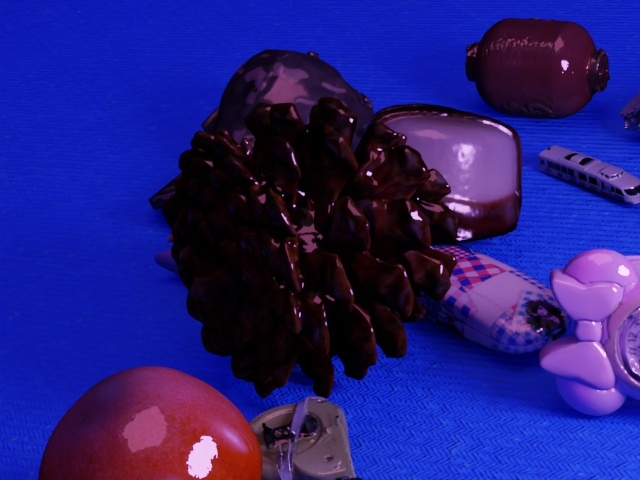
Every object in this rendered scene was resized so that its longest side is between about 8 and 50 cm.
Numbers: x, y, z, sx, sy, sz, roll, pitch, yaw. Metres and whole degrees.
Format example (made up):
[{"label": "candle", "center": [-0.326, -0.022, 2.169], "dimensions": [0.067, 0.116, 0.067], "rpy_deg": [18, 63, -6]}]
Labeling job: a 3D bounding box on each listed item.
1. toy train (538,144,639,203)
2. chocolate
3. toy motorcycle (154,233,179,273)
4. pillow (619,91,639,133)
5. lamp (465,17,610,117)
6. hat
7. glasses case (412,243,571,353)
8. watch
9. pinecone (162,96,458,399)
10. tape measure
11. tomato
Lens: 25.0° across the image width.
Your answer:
[{"label": "toy train", "center": [0.431, -0.103, 2.277], "dimensions": [0.043, 0.047, 0.207], "rpy_deg": [-27, 34, -27]}, {"label": "chocolate", "center": [0.160, -0.110, 2.148], "dimensions": [0.284, 0.186, 0.283], "rpy_deg": [-2, 11, 0]}, {"label": "toy motorcycle", "center": [-0.148, 0.038, 2.155], "dimensions": [0.225, 0.073, 0.152], "rpy_deg": [12, 38, 30]}, {"label": "pillow", "center": [0.669, -0.242, 2.291], "dimensions": [0.310, 0.138, 0.283], "rpy_deg": [-12, -4, -12]}, {"label": "lamp", "center": [0.373, -0.297, 2.514], "dimensions": [0.258, 0.180, 0.180], "rpy_deg": [8, 34, 29]}, {"label": "hat", "center": [-0.113, -0.180, 2.406], "dimensions": [0.366, 0.257, 0.382], "rpy_deg": [7, 14, 29]}, {"label": "glasses case", "center": [0.205, 0.071, 2.004], "dimensions": [0.125, 0.076, 0.327], "rpy_deg": [-24, 33, -31]}, {"label": "watch", "center": [0.415, 0.107, 1.819], "dimensions": [0.249, 0.210, 0.217], "rpy_deg": [11, 17, 17]}, {"label": "pinecone", "center": [0.000, 0.000, 1.873], "dimensions": [0.398, 0.397, 0.397], "rpy_deg": [-6, 30, 4]}, {"label": "tape measure", "center": [-0.030, 0.256, 1.735], "dimensions": [0.154, 0.087, 0.177], "rpy_deg": [-13, 28, 3]}, {"label": "tomato", "center": [-0.191, 0.265, 1.620], "dimensions": [0.256, 0.224, 0.256], "rpy_deg": [-32, 27, 18]}]
